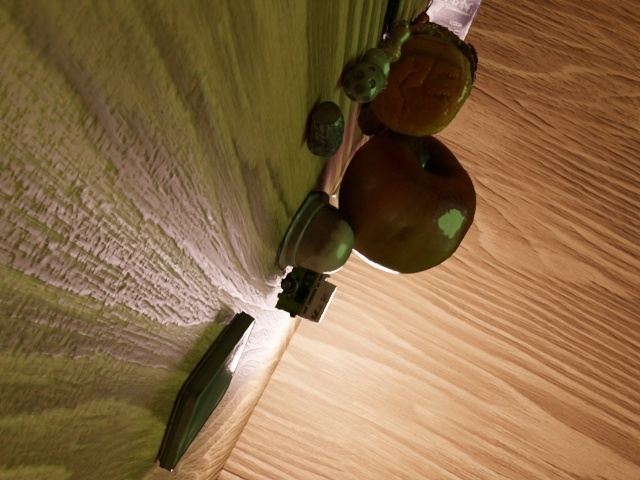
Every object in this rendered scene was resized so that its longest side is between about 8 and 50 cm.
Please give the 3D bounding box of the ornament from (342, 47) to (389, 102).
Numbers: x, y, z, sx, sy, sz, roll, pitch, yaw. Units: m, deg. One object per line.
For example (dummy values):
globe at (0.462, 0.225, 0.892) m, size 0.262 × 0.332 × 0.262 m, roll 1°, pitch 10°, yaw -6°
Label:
ornament at (0.090, -0.306, 1.513) m, size 0.156 × 0.081 × 0.075 m, roll -63°, pitch 175°, yaw -61°

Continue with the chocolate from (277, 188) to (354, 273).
chocolate at (0.005, -0.002, 1.865) m, size 0.221 × 0.147 × 0.221 m, roll 23°, pitch 90°, yaw -86°

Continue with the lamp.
lamp at (-0.230, 0.306, 1.642) m, size 0.266 × 0.047 × 0.269 m, roll -57°, pitch 172°, yaw -52°

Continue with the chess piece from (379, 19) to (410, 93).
chess piece at (0.145, -0.399, 1.724) m, size 0.060 × 0.060 × 0.172 m, roll 97°, pitch 19°, yaw -76°

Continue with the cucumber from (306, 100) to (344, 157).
cucumber at (0.011, -0.190, 1.392) m, size 0.064 × 0.064 × 0.112 m, roll -61°, pitch 174°, yaw -22°

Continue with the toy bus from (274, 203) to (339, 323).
toy bus at (-0.005, 0.061, 2.104) m, size 0.113 × 0.139 × 0.302 m, roll -49°, pitch 164°, yaw -78°

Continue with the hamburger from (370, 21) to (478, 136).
hamburger at (0.234, -0.365, 1.838) m, size 0.163 × 0.244 × 0.244 m, roll -48°, pitch 165°, yaw -58°

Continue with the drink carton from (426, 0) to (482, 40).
drink carton at (0.377, -0.666, 2.210) m, size 0.222 × 0.134 × 0.102 m, roll 107°, pitch 9°, yaw -66°

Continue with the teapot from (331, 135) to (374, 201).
teapot at (0.153, -0.214, 2.289) m, size 0.300 × 0.166 × 0.208 m, roll -55°, pitch -159°, yaw -8°

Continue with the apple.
apple at (0.199, -0.090, 1.964) m, size 0.305 × 0.338 × 0.338 m, roll -52°, pitch -177°, yaw 40°

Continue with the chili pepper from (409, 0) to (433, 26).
chili pepper at (0.229, -0.506, 2.036) m, size 0.268 × 0.050 × 0.059 m, roll -61°, pitch -169°, yaw -12°

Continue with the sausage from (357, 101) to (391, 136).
sausage at (0.154, -0.312, 2.068) m, size 0.302 × 0.076 × 0.103 m, roll -19°, pitch 122°, yaw -76°

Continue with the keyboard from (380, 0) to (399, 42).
keyboard at (0.148, -0.464, 1.614) m, size 0.195 × 0.018 × 0.060 m, roll 98°, pitch 17°, yaw -77°
